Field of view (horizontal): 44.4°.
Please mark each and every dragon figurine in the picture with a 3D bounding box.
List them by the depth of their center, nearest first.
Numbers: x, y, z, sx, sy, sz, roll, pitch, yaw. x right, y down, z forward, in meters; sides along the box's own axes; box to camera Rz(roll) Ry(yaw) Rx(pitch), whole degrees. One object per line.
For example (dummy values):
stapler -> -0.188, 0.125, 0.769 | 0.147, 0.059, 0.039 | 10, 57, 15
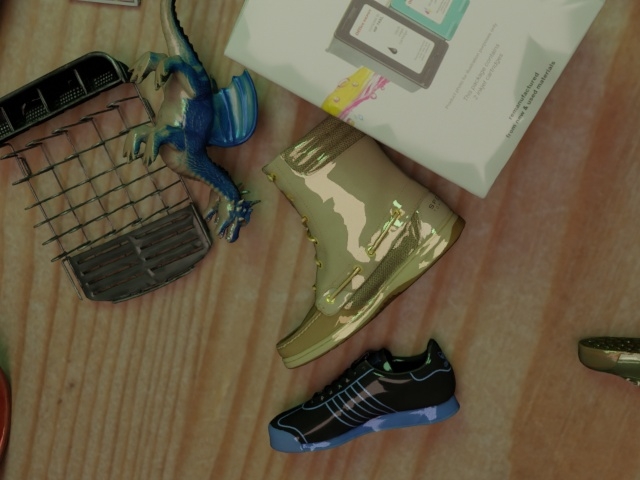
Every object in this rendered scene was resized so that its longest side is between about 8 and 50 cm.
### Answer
dragon figurine -> -0.126, -0.144, 0.846 | 0.085, 0.144, 0.289 | 10, 96, 50

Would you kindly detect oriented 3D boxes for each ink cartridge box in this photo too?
ink cartridge box -> 0.086, -0.204, 0.752 | 0.270, 0.198, 0.197 | 29, 108, 2

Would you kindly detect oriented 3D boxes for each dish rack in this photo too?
dish rack -> -0.259, -0.058, 0.911 | 0.208, 0.074, 0.271 | -22, 100, 15

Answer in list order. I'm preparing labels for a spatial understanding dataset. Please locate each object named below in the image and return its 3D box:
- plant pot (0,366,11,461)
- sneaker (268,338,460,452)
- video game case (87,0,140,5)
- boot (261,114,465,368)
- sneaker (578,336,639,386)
plant pot -> -0.575, 0.232, 0.952 | 0.265, 0.272, 0.272 | 12, 106, 14
sneaker -> 0.043, 0.180, 0.922 | 0.232, 0.081, 0.090 | -15, 98, 6
video game case -> -0.245, -0.314, 0.845 | 0.087, 0.011, 0.122 | 8, 134, 8
boot -> 0.000, 0.000, 0.872 | 0.203, 0.095, 0.262 | 46, 109, -2
sneaker -> 0.382, 0.155, 0.862 | 0.192, 0.064, 0.086 | 1, 99, 6
